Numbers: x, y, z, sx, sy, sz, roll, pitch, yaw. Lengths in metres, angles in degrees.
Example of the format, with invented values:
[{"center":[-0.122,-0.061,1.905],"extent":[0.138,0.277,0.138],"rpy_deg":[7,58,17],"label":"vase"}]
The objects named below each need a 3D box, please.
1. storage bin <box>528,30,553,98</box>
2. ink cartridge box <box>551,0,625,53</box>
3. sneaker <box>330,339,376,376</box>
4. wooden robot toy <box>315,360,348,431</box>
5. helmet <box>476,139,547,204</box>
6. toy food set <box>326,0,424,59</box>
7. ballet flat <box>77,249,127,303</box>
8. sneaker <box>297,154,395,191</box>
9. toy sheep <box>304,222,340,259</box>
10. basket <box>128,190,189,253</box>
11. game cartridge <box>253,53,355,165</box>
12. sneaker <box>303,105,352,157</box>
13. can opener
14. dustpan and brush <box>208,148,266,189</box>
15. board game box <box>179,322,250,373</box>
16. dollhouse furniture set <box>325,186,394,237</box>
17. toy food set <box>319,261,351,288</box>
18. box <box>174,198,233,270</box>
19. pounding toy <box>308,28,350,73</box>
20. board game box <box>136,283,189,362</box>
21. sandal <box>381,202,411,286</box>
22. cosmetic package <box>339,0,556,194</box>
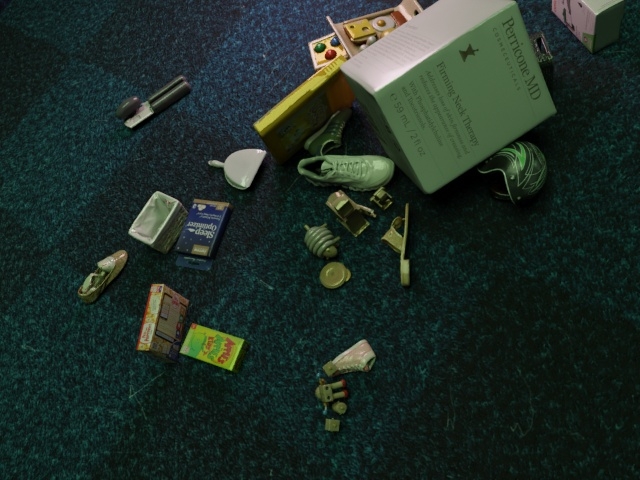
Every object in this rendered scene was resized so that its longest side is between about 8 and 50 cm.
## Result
[{"center":[0.590,-0.474,1.651],"extent":[0.085,0.180,0.122],"rpy_deg":[-14,61,14],"label":"storage bin"},{"center":[0.761,-0.675,1.698],"extent":[0.093,0.160,0.219],"rpy_deg":[-28,58,6],"label":"ink cartridge box"},{"center":[0.084,0.321,1.528],"extent":[0.134,0.051,0.070],"rpy_deg":[-37,53,-4],"label":"sneaker"},{"center":[0.022,0.397,1.516],"extent":[0.076,0.079,0.173],"rpy_deg":[-6,80,-24],"label":"wooden robot toy"},{"center":[0.510,-0.179,1.551],"extent":[0.162,0.169,0.169],"rpy_deg":[21,74,45],"label":"helmet"},{"center":[0.197,-0.683,1.900],"extent":[0.306,0.092,0.219],"rpy_deg":[-20,63,-13],"label":"toy food set"},{"center":[-0.704,0.110,1.909],"extent":[0.073,0.067,0.206],"rpy_deg":[26,76,29],"label":"ballet flat"},{"center":[0.071,-0.204,1.738],"extent":[0.292,0.118,0.109],"rpy_deg":[1,86,22],"label":"sneaker"},{"center":[0.000,0.000,1.696],"extent":[0.091,0.091,0.132],"rpy_deg":[-44,64,-4],"label":"toy sheep"},{"center":[-0.509,-0.053,1.897],"extent":[0.113,0.103,0.167],"rpy_deg":[23,76,28],"label":"basket"},{"center":[-0.035,-0.381,1.779],"extent":[0.324,0.285,0.052],"rpy_deg":[-38,77,0],"label":"game cartridge"},{"center":[0.044,-0.329,1.856],"extent":[0.192,0.064,0.086],"rpy_deg":[-43,66,-3],"label":"sneaker"},{"center":[-0.613,-0.515,2.162],"extent":[0.284,0.095,0.076],"rpy_deg":[-35,60,2],"label":"can opener"},{"center":[-0.288,-0.244,1.943],"extent":[0.211,0.060,0.147],"rpy_deg":[18,71,19],"label":"dustpan and brush"},{"center":[-0.300,0.305,1.681],"extent":[0.182,0.043,0.092],"rpy_deg":[12,70,25],"label":"board game box"},{"center":[0.102,-0.127,1.662],"extent":[0.161,0.182,0.101],"rpy_deg":[-43,59,-3],"label":"dollhouse furniture set"},{"center":[0.038,0.097,1.671],"extent":[0.083,0.020,0.082],"rpy_deg":[-42,59,-2],"label":"toy food set"},{"center":[-0.375,-0.021,1.872],"extent":[0.137,0.036,0.225],"rpy_deg":[8,70,23],"label":"box"},{"center":[0.081,-0.603,1.951],"extent":[0.206,0.094,0.181],"rpy_deg":[-18,60,12],"label":"pounding toy"},{"center":[-0.450,0.241,1.708],"extent":[0.045,0.146,0.193],"rpy_deg":[-2,64,19],"label":"board game box"},{"center":[0.204,0.008,1.615],"extent":[0.079,0.088,0.239],"rpy_deg":[-2,70,13],"label":"sandal"},{"center":[0.324,-0.401,1.569],"extent":[0.394,0.329,0.327],"rpy_deg":[-33,30,4],"label":"cosmetic package"}]
